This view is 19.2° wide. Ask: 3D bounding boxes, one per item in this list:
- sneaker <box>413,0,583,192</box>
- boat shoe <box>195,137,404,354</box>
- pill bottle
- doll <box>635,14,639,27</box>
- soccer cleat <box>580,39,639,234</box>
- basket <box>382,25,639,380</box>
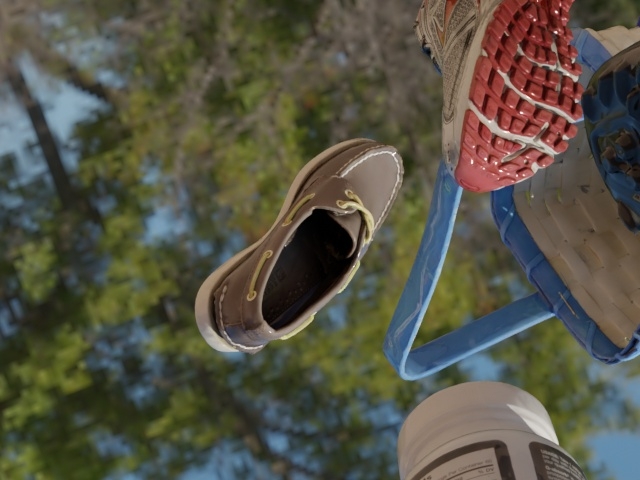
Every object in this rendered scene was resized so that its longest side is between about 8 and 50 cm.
[{"bbox_3d":[0.106,-0.115,1.160,0.093,0.088,0.225,-27,-144,39],"label":"sneaker"},{"bbox_3d":[0.000,0.000,2.007,0.097,0.116,0.324,-5,-148,48],"label":"boat shoe"},{"bbox_3d":[0.141,0.247,1.454,0.162,0.162,0.278,-17,-144,6],"label":"pill bottle"},{"bbox_3d":[0.366,-0.239,1.904,0.129,0.189,0.046,19,-152,20],"label":"doll"},{"bbox_3d":[0.219,-0.052,0.649,0.116,0.108,0.318,-32,-168,-28],"label":"soccer cleat"},{"bbox_3d":[0.186,-0.022,1.362,0.289,0.201,0.255,-22,149,-30],"label":"basket"}]
